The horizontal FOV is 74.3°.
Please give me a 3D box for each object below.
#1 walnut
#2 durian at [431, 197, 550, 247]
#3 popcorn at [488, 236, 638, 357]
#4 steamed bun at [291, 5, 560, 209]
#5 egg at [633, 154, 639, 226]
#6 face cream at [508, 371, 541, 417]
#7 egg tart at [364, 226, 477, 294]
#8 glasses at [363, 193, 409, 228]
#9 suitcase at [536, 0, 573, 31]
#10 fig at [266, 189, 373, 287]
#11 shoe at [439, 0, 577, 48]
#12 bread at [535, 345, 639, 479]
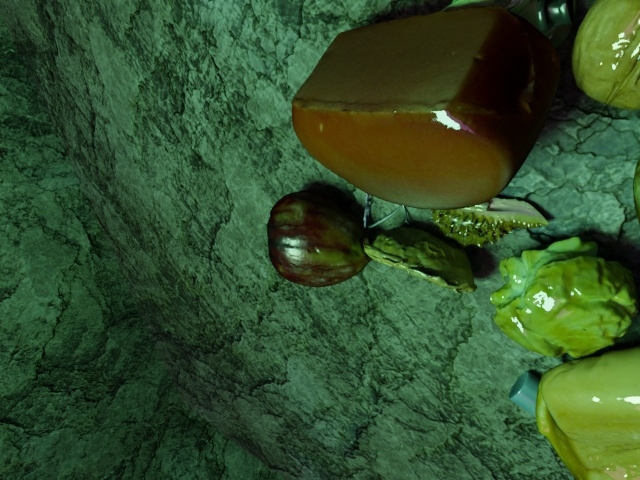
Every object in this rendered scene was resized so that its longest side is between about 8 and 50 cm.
[{"bbox_3d":[0.387,-0.243,0.504,0.144,0.144,0.180,38,152,16],"label":"walnut"},{"bbox_3d":[0.301,-0.035,0.793,0.225,0.078,0.140,9,125,42],"label":"durian"},{"bbox_3d":[0.411,0.105,0.723,0.204,0.183,0.221,27,141,-19],"label":"popcorn"},{"bbox_3d":[0.154,-0.183,0.668,0.380,0.234,0.248,18,161,43],"label":"steamed bun"},{"bbox_3d":[0.508,-0.031,0.481,0.289,0.238,0.238,48,141,17],"label":"egg"},{"bbox_3d":[0.533,0.386,0.895,0.250,0.077,0.077,34,137,17],"label":"face cream"},{"bbox_3d":[0.212,0.032,0.871,0.252,0.232,0.098,34,108,63],"label":"egg tart"},{"bbox_3d":[0.152,-0.079,0.943,0.104,0.062,0.139,8,127,13],"label":"glasses"},{"bbox_3d":[0.331,-0.321,0.351,0.230,0.335,0.152,3,125,42],"label":"suitcase"},{"bbox_3d":[-0.011,0.001,1.006,0.263,0.224,0.224,39,139,8],"label":"fig"},{"bbox_3d":[0.235,-0.364,0.591,0.262,0.128,0.140,62,153,-9],"label":"shoe"},{"bbox_3d":[0.564,0.315,0.680,0.394,0.250,0.360,-35,79,51],"label":"bread"}]
